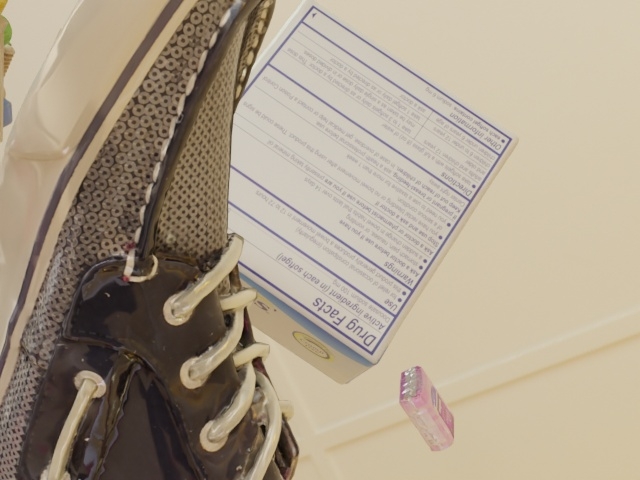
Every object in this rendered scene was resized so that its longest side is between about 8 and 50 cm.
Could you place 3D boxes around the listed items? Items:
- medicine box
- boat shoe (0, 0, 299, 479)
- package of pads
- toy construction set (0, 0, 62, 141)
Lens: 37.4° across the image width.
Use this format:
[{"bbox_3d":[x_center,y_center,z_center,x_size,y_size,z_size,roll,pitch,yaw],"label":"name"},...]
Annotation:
[{"bbox_3d":[0.007,-0.048,0.972,0.263,0.149,0.289,35,-109,2],"label":"medicine box"},{"bbox_3d":[-0.060,0.039,0.409,0.158,0.127,0.341,29,-66,3],"label":"boat shoe"},{"bbox_3d":[0.114,0.181,1.016,0.032,0.050,0.083,-22,-63,22],"label":"package of pads"},{"bbox_3d":[-0.350,-0.229,0.894,0.257,0.309,0.237,41,-68,23],"label":"toy construction set"}]
